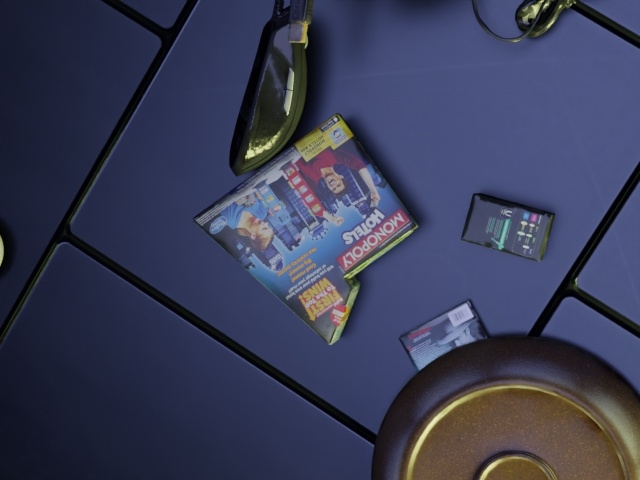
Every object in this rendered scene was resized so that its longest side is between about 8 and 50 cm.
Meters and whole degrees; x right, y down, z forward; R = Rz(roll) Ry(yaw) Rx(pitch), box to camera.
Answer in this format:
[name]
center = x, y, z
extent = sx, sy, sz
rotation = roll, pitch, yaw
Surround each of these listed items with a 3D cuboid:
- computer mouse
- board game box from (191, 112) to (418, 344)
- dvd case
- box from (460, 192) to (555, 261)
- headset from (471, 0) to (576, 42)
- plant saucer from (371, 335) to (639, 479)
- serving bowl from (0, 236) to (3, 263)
[computer mouse]
center = -0.028, -0.183, 1.361
extent = 0.060, 0.184, 0.262
rotation = 14, 94, -13
[board game box]
center = 0.000, 0.000, 1.418
extent = 0.194, 0.060, 0.194
rotation = -35, 87, 12
[dvd case]
center = 0.147, 0.134, 1.418
extent = 0.087, 0.013, 0.119
rotation = -30, 88, 12
[box]
center = 0.192, -0.014, 1.374
extent = 0.083, 0.062, 0.052
rotation = 15, 95, 10
[headset]
center = 0.100, -0.346, 1.293
extent = 0.394, 0.243, 0.185
rotation = 41, 125, -20
[plant saucer]
center = 0.202, 0.255, 1.388
extent = 0.311, 0.050, 0.310
rotation = 1, 96, 11
[serving bowl]
center = -0.393, 0.010, 1.518
extent = 0.083, 0.027, 0.083
rotation = 1, 94, 12
